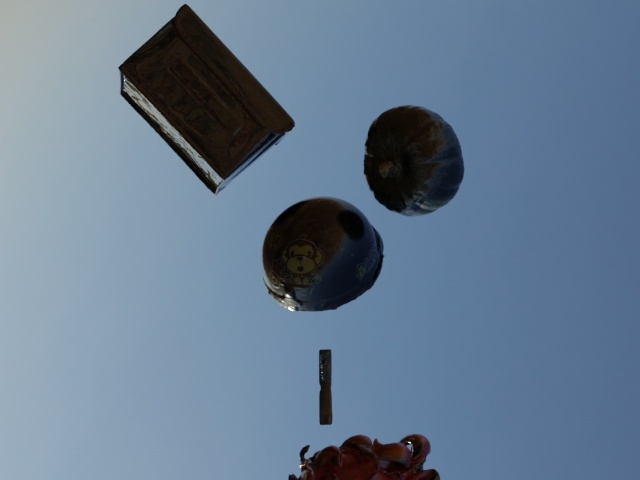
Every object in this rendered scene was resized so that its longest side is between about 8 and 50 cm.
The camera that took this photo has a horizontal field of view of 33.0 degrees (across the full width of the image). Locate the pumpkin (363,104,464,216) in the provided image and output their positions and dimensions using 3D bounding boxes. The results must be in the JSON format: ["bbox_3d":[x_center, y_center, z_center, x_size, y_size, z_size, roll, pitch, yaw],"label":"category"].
[{"bbox_3d":[0.168,-0.148,2.025,0.211,0.212,0.152,-37,161,33],"label":"pumpkin"}]

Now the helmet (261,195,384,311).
[{"bbox_3d":[0.000,0.000,2.069,0.230,0.160,0.279,10,-134,27],"label":"helmet"}]

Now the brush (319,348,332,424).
[{"bbox_3d":[0.013,0.370,2.722,0.027,0.034,0.190,106,-16,-83],"label":"brush"}]

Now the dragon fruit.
[{"bbox_3d":[0.078,0.482,2.062,0.307,0.243,0.227,-55,-145,0],"label":"dragon fruit"}]

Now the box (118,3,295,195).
[{"bbox_3d":[-0.257,-0.294,2.366,0.204,0.345,0.251,-44,-176,-11],"label":"box"}]
